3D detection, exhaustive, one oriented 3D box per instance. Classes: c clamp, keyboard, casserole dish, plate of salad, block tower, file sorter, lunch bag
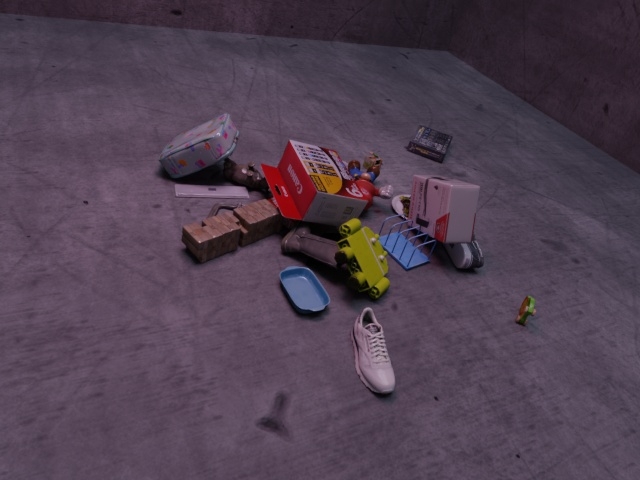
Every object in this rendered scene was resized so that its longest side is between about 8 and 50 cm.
[{"bbox_3d":[-0.305,-0.092,1.685,0.137,0.022,0.160,14,34,4],"label":"c clamp"},{"bbox_3d":[-0.384,-0.174,1.780,0.256,0.014,0.072,0,34,-21],"label":"keyboard"},{"bbox_3d":[-0.050,0.149,1.465,0.114,0.037,0.188,-9,43,-29],"label":"casserole dish"},{"bbox_3d":[0.380,-0.132,1.977,0.200,0.048,0.199,10,37,-7],"label":"plate of salad"},{"bbox_3d":[0.028,0.039,1.650,0.100,0.038,0.192,2,34,21],"label":"keyboard"},{"bbox_3d":[-0.269,-0.036,1.577,0.336,0.090,0.097,-22,52,-41],"label":"block tower"},{"bbox_3d":[0.297,-0.001,1.729,0.118,0.104,0.170,-15,46,-36],"label":"file sorter"},{"bbox_3d":[-0.425,-0.343,1.801,0.279,0.107,0.224,-19,31,14],"label":"lunch bag"}]

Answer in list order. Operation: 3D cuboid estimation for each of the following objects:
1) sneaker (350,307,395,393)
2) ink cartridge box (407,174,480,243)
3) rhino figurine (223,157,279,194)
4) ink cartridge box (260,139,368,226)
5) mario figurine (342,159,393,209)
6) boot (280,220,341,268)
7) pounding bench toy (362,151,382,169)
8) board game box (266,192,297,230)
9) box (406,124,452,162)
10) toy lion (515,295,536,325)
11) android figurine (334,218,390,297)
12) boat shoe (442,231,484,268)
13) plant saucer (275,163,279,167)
[{"bbox_3d":[0.139,0.287,1.309,0.090,0.094,0.235,1,41,-22],"label":"sneaker"},{"bbox_3d":[0.422,-0.117,1.755,0.114,0.196,0.273,0,14,-16],"label":"ink cartridge box"},{"bbox_3d":[-0.255,-0.235,1.833,0.243,0.106,0.073,23,64,9],"label":"rhino figurine"},{"bbox_3d":[-0.029,-0.199,1.708,0.272,0.130,0.309,7,38,-32],"label":"ink cartridge box"},{"bbox_3d":[0.169,-0.236,1.924,0.198,0.170,0.320,-16,26,15],"label":"mario figurine"},{"bbox_3d":[0.001,0.001,1.603,0.209,0.076,0.189,8,45,27],"label":"boot"},{"bbox_3d":[0.234,-0.351,2.175,0.065,0.083,0.052,-16,47,-35],"label":"pounding bench toy"},{"bbox_3d":[-0.079,-0.121,1.768,0.147,0.045,0.193,39,47,15],"label":"board game box"},{"bbox_3d":[0.544,-0.481,2.478,0.184,0.059,0.232,23,38,9],"label":"box"},{"bbox_3d":[0.658,0.214,1.595,0.034,0.100,0.096,22,56,11],"label":"toy lion"},{"bbox_3d":[0.138,0.052,1.548,0.273,0.056,0.248,-27,92,-58],"label":"android figurine"},{"bbox_3d":[0.510,-0.016,1.828,0.102,0.108,0.301,5,40,-17],"label":"boat shoe"},{"bbox_3d":[-0.091,-0.224,1.912,0.195,0.037,0.194,10,48,-12],"label":"plant saucer"}]
